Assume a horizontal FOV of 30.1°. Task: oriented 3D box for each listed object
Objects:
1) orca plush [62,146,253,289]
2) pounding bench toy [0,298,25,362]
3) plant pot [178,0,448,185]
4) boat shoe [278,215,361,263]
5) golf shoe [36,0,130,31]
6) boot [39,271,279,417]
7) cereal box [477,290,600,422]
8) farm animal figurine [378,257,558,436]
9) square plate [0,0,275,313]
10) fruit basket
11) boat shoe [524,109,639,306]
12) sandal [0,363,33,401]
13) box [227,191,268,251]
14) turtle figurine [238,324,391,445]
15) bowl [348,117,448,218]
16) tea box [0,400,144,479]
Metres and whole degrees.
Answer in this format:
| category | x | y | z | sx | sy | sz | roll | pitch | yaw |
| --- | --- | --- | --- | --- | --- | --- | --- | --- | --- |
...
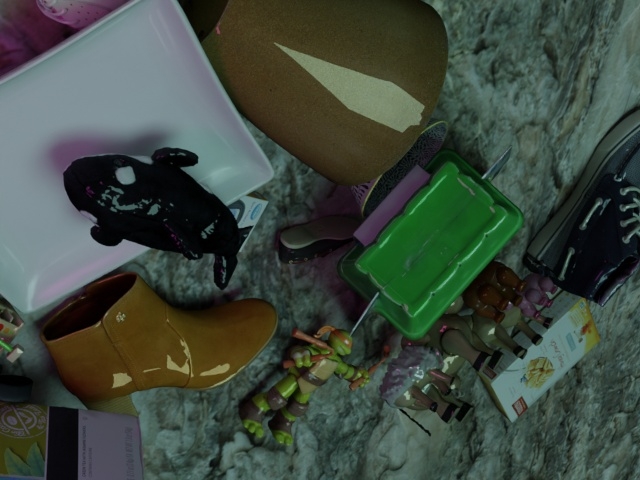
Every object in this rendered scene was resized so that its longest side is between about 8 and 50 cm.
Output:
| category | x | y | z | sx | sy | sz | roll | pitch | yaw |
| --- | --- | --- | --- | --- | --- | --- | --- | --- | --- |
| orca plush | -0.164 | -0.001 | 1.321 | 0.151 | 0.102 | 0.287 | -32 | 146 | 4 |
| pounding bench toy | -0.379 | 0.099 | 1.357 | 0.052 | 0.083 | 0.065 | -50 | 142 | 2 |
| plant pot | -0.030 | -0.213 | 1.335 | 0.254 | 0.237 | 0.237 | 21 | 106 | -34 |
| boat shoe | -0.001 | -0.001 | 1.657 | 0.133 | 0.049 | 0.042 | -16 | 137 | -31 |
| golf shoe | -0.252 | -0.263 | 1.153 | 0.306 | 0.115 | 0.140 | -3 | 127 | -40 |
| boot | -0.197 | 0.109 | 1.520 | 0.295 | 0.104 | 0.211 | -30 | 139 | -15 |
| cereal box | 0.410 | 0.215 | 2.220 | 0.240 | 0.047 | 0.173 | -43 | 141 | -7 |
| farm animal figurine | 0.215 | 0.142 | 1.883 | 0.326 | 0.172 | 0.330 | -53 | 155 | -6 |
| square plate | -0.254 | -0.089 | 1.279 | 0.344 | 0.049 | 0.347 | -29 | 145 | 1 |
| fruit basket | 0.143 | 0.001 | 1.685 | 0.327 | 0.165 | 0.353 | -48 | 180 | 1 |
| boat shoe | 0.505 | -0.046 | 2.000 | 0.127 | 0.158 | 0.340 | 20 | 107 | -49 |
| sandal | -0.424 | 0.138 | 1.350 | 0.254 | 0.097 | 0.054 | 25 | 76 | -51 |
| box | -0.126 | -0.031 | 1.529 | 0.136 | 0.028 | 0.081 | 13 | 112 | -46 |
| turtle figurine | -0.026 | 0.199 | 1.770 | 0.217 | 0.087 | 0.269 | -48 | 151 | 12 |
| bowl | 0.086 | -0.117 | 1.595 | 0.170 | 0.080 | 0.170 | -45 | 165 | -16 |
| tea box | -0.393 | 0.376 | 1.381 | 0.324 | 0.220 | 0.329 | 8 | 119 | -17 |
